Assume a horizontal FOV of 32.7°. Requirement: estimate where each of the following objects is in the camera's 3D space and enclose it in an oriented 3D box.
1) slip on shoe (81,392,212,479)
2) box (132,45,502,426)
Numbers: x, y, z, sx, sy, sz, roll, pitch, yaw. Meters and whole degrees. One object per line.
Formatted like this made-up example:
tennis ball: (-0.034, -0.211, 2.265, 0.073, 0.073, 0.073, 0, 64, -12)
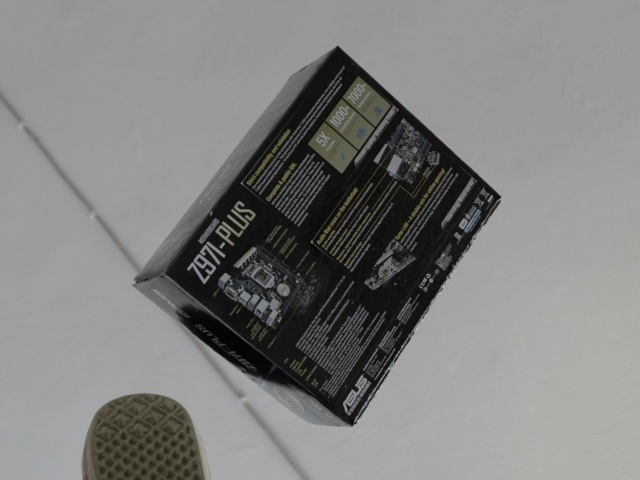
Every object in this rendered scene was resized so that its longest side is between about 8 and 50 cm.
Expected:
slip on shoe: (-0.113, 0.253, 0.749, 0.123, 0.101, 0.331, -3, -143, -12)
box: (0.000, 0.000, 0.676, 0.147, 0.077, 0.180, 40, -110, -15)
